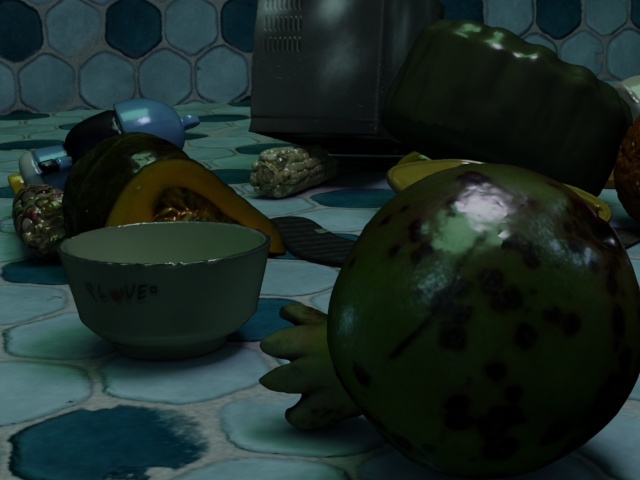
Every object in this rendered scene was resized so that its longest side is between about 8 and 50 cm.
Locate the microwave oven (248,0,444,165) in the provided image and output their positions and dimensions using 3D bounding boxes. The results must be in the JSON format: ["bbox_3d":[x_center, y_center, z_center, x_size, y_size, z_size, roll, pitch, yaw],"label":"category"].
[{"bbox_3d":[0.063,-0.333,2.170,0.236,0.374,0.432,4,0,19],"label":"microwave oven"}]

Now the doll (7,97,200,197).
[{"bbox_3d":[-0.339,-0.135,1.888,0.314,0.141,0.177,-25,-5,-5],"label":"doll"}]

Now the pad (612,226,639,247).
[{"bbox_3d":[0.260,-0.030,1.612,0.323,0.055,0.250,27,26,28],"label":"pad"}]

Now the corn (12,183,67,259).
[{"bbox_3d":[-0.385,-0.031,1.647,0.092,0.092,0.280,-6,9,-18],"label":"corn"}]

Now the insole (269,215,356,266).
[{"bbox_3d":[0.000,0.000,1.614,0.110,0.012,0.309,-7,14,-18],"label":"insole"}]

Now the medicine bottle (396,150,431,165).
[{"bbox_3d":[0.207,-0.143,2.100,0.095,0.064,0.260,4,14,17],"label":"medicine bottle"}]

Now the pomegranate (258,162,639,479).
[{"bbox_3d":[0.081,0.071,0.868,0.306,0.242,0.242,-19,8,15],"label":"pomegranate"}]

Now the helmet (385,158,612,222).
[{"bbox_3d":[0.181,0.010,1.249,0.205,0.140,0.257,-9,20,-34],"label":"helmet"}]

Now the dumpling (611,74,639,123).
[{"bbox_3d":[0.597,-0.190,2.075,0.227,0.175,0.243,40,38,28],"label":"dumpling"}]

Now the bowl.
[{"bbox_3d":[-0.152,0.051,1.178,0.211,0.112,0.211,-2,14,0],"label":"bowl"}]

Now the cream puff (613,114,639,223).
[{"bbox_3d":[0.548,-0.116,1.615,0.303,0.212,0.303,-1,8,0],"label":"cream puff"}]

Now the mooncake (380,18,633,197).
[{"bbox_3d":[0.279,-0.189,1.750,0.356,0.194,0.356,22,-1,1],"label":"mooncake"}]

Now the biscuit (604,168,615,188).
[{"bbox_3d":[0.517,-0.109,2.008,0.118,0.023,0.140,9,15,40],"label":"biscuit"}]

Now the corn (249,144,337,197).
[{"bbox_3d":[-0.040,-0.126,2.014,0.087,0.087,0.211,6,16,30],"label":"corn"}]

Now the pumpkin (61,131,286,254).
[{"bbox_3d":[-0.197,-0.009,1.521,0.280,0.190,0.139,42,-14,-32],"label":"pumpkin"}]
